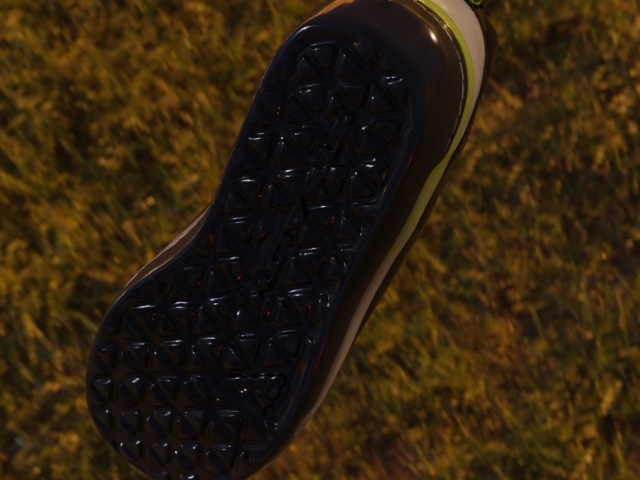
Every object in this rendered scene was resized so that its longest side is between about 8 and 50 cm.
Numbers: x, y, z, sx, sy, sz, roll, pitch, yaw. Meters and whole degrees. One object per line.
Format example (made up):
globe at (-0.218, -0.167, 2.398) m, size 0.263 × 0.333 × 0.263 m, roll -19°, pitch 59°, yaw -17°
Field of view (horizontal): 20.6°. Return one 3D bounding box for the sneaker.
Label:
sneaker at (0.000, 0.000, 0.643) m, size 0.084 × 0.097 × 0.235 m, roll 42°, pitch 122°, yaw 9°
